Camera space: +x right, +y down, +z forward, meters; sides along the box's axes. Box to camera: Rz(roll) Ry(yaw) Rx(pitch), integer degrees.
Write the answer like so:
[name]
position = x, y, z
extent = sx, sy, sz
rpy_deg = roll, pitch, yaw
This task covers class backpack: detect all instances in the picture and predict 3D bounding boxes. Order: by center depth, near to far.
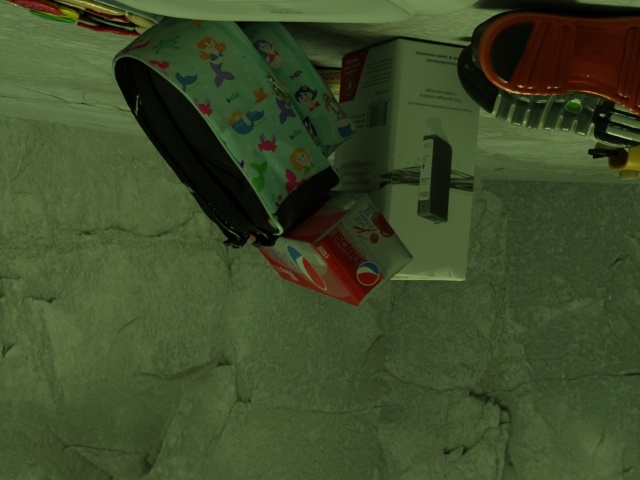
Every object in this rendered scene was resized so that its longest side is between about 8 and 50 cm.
[backpack]
position = -0.100, -0.140, 1.345
extent = 0.253, 0.191, 0.225
rpy_deg = 47, 165, -16

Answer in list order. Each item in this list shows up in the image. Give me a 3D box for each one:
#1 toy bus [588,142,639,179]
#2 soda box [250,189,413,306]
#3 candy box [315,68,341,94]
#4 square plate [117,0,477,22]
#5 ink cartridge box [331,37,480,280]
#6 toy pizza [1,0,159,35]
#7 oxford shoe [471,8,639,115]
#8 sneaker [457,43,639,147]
[toy bus]
position = 0.458, -0.140, 1.799
extent = 0.202, 0.104, 0.191
rpy_deg = 5, 179, 39
[soda box]
position = 0.000, 0.000, 1.384
extent = 0.092, 0.083, 0.263
rpy_deg = 52, 167, -15
[candy box]
position = 0.061, -0.216, 1.705
extent = 0.206, 0.027, 0.105
rpy_deg = 6, -178, 18
[square plate]
position = -0.074, -0.220, 0.966
extent = 0.347, 0.049, 0.344
rpy_deg = 6, 179, 24
[ink cartridge box]
position = 0.097, -0.090, 1.483
extent = 0.114, 0.272, 0.197
rpy_deg = 5, 180, -19
[toy pizza]
position = -0.252, -0.225, 1.163
extent = 0.201, 0.032, 0.201
rpy_deg = 15, -175, -1
[oxford shoe]
position = 0.276, -0.177, 1.168
extent = 0.271, 0.096, 0.098
rpy_deg = 10, -161, -10
[sneaker]
position = 0.263, -0.174, 1.402
extent = 0.229, 0.086, 0.132
rpy_deg = 21, -158, -2
